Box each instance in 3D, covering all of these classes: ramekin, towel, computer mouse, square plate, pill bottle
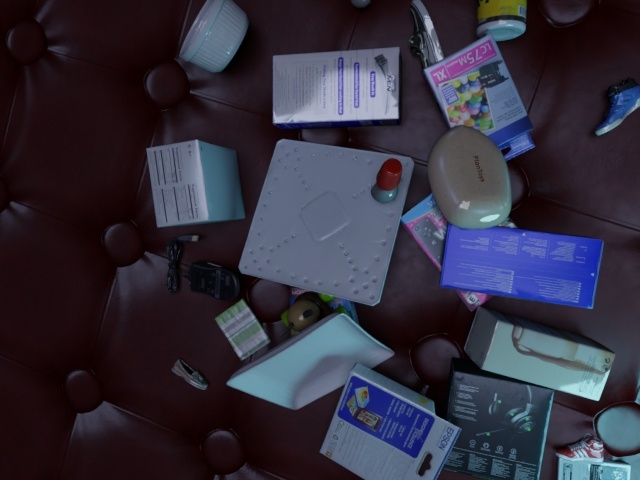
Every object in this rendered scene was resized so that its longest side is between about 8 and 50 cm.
[{"bbox_3d":[-0.283,-0.556,1.391,0.109,0.207,0.207,28,100,-28],"label":"ramekin"},{"bbox_3d":[-0.228,0.262,1.519,0.113,0.023,0.152,-34,84,9],"label":"towel"},{"bbox_3d":[-0.339,0.075,1.512,0.262,0.060,0.184,4,98,23],"label":"computer mouse"},{"bbox_3d":[-0.016,0.319,1.352,0.347,0.344,0.049,-33,51,11],"label":"square plate"},{"bbox_3d":[0.449,-0.617,1.276,0.119,0.119,0.208,1,93,11],"label":"pill bottle"}]

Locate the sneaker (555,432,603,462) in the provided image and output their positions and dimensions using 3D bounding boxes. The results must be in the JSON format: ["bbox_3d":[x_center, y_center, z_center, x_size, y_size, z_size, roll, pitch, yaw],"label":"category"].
[{"bbox_3d":[0.673,0.536,1.337,0.118,0.042,0.067,2,98,4],"label":"sneaker"}]

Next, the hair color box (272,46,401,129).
[{"bbox_3d":[0.046,-0.401,1.378,0.339,0.110,0.185,1,92,13],"label":"hair color box"}]

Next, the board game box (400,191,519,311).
[{"bbox_3d":[0.381,-0.005,1.339,0.224,0.097,0.303,-39,85,10],"label":"board game box"}]

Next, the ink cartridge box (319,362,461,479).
[{"bbox_3d":[0.179,0.520,1.370,0.307,0.072,0.304,24,113,15],"label":"ink cartridge box"}]

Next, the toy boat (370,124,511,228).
[{"bbox_3d":[0.283,-0.144,1.223,0.318,0.148,0.267,-1,68,-4],"label":"toy boat"}]

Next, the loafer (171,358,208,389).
[{"bbox_3d":[-0.389,0.402,1.548,0.125,0.045,0.039,28,92,11],"label":"loafer"}]

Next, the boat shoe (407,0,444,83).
[{"bbox_3d":[0.266,-0.517,1.341,0.070,0.078,0.219,-20,91,11],"label":"boat shoe"}]

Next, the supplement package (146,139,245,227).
[{"bbox_3d":[-0.325,-0.146,1.389,0.145,0.262,0.204,-7,92,13],"label":"supplement package"}]

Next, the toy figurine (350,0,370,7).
[{"bbox_3d":[0.048,-0.707,1.308,0.213,0.209,0.148,28,104,9],"label":"toy figurine"}]

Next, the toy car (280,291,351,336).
[{"bbox_3d":[-0.031,0.207,1.324,0.155,0.188,0.149,-38,81,12],"label":"toy car"}]

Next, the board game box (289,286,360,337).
[{"bbox_3d":[0.015,0.173,1.441,0.194,0.060,0.194,-1,91,14],"label":"board game box"}]

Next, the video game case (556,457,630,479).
[{"bbox_3d":[0.710,0.666,1.349,0.173,0.022,0.190,2,93,12],"label":"video game case"}]

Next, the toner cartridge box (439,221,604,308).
[{"bbox_3d":[0.472,0.053,1.239,0.348,0.075,0.165,8,97,11],"label":"toner cartridge box"}]

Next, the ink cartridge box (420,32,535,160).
[{"bbox_3d":[0.407,-0.334,1.305,0.186,0.065,0.311,-26,101,10],"label":"ink cartridge box"}]

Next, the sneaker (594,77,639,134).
[{"bbox_3d":[0.721,-0.334,1.266,0.152,0.058,0.084,-40,91,7],"label":"sneaker"}]

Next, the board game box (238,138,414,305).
[{"bbox_3d":[0.016,-0.057,1.354,0.390,0.050,0.390,12,79,20],"label":"board game box"}]

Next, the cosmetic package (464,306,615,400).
[{"bbox_3d":[0.530,0.273,1.267,0.296,0.153,0.129,15,97,-4],"label":"cosmetic package"}]

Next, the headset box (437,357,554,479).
[{"bbox_3d":[0.445,0.458,1.334,0.246,0.131,0.283,7,95,11],"label":"headset box"}]
